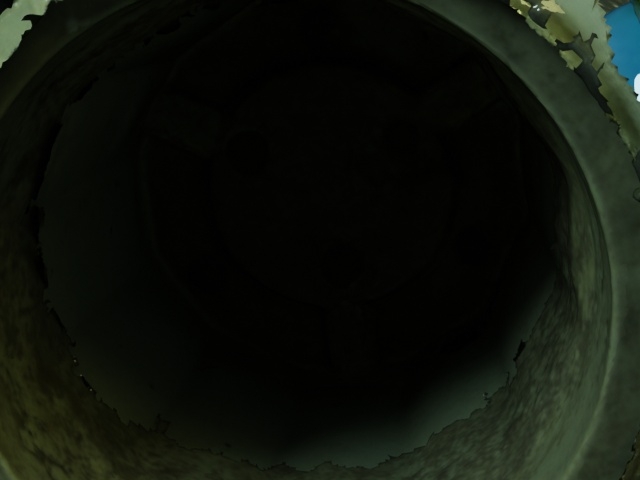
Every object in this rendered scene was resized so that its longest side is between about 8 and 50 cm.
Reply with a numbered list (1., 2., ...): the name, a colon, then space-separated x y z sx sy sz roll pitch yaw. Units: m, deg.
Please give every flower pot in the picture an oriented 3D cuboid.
1. flower pot: 0.000 0.000 0.726 0.290 0.290 0.259 24 13 1

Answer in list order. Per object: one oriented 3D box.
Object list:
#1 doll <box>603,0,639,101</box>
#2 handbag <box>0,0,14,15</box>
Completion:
1. doll: 0.161 -0.032 0.694 0.099 0.346 0.341 -21 14 -3
2. handbag: -0.192 -0.125 0.781 0.181 0.254 0.181 12 46 -27
